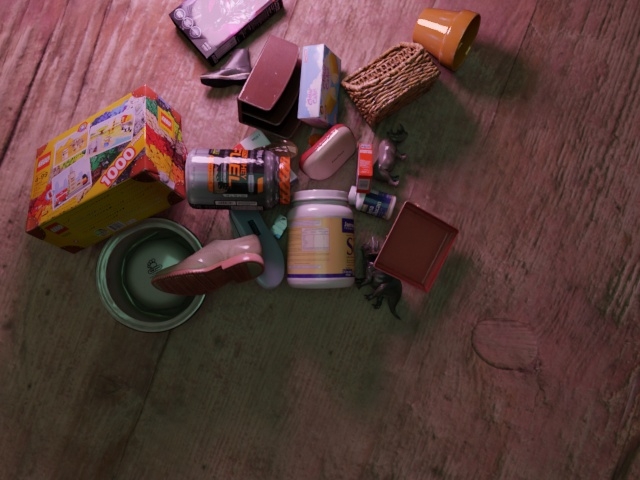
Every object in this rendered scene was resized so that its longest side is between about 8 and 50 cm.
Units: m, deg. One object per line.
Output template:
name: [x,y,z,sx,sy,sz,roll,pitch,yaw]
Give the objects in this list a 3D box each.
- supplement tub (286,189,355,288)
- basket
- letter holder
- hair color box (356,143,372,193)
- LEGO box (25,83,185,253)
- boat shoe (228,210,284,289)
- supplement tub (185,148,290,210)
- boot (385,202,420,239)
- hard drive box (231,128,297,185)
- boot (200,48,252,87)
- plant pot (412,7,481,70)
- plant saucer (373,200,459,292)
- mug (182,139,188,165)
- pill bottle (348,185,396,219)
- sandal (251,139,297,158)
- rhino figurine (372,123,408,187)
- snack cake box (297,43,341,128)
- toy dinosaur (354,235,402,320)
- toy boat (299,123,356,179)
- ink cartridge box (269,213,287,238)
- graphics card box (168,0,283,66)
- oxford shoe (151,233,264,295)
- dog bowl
supplement tub: [0.000,0.000,1.758,0.241,0.241,0.331,-1,88,1]
basket: [0.245,-0.593,1.794,0.299,0.213,0.223,-32,88,0]
letter holder: [-0.140,-0.545,1.793,0.215,0.152,0.301,21,70,1]
hair color box: [0.159,-0.261,1.801,0.054,0.093,0.167,3,52,0]
LEGO box: [-0.713,-0.231,1.677,0.500,0.193,0.372,-23,58,17]
boat shoe: [-0.250,0.022,1.815,0.136,0.156,0.367,-22,77,-26]
supplement tub: [-0.273,-0.205,1.695,0.338,0.207,0.207,0,87,-5]
boot: [0.311,-0.032,1.831,0.153,0.073,0.197,-10,90,-4]
hard drive box: [-0.223,-0.263,1.852,0.181,0.089,0.232,-38,87,-1]
boot: [-0.358,-0.659,1.890,0.198,0.077,0.136,-5,82,-12]
plant pot: [0.448,-0.751,1.816,0.188,0.205,0.205,31,88,18]
plant saucer: [0.334,0.023,1.773,0.259,0.048,0.259,26,91,-23]
mug: [-0.569,-0.353,1.873,0.113,0.150,0.169,-27,91,-36]
pill bottle: [0.185,-0.142,1.833,0.170,0.094,0.094,18,88,3]
sandal: [-0.166,-0.313,1.790,0.180,0.049,0.072,-9,81,14]
rhino figurine: [0.265,-0.321,1.851,0.106,0.073,0.243,16,86,-1]
snack cake box: [-0.001,-0.555,1.820,0.089,0.152,0.264,3,88,26]
toy dinosaur: [0.221,0.152,1.806,0.160,0.121,0.313,-36,84,6]
toy boat: [0.010,-0.339,1.841,0.231,0.151,0.151,-45,57,-2]
ink cartridge box: [-0.153,-0.052,1.870,0.048,0.028,0.083,32,89,3]
graphics card box: [-0.354,-0.869,1.884,0.371,0.094,0.232,-40,87,0]
oxford shoe: [-0.379,0.083,1.691,0.397,0.140,0.146,-12,53,7]
dog bowl: [-0.585,0.123,1.813,0.408,0.150,0.407,0,87,2]
